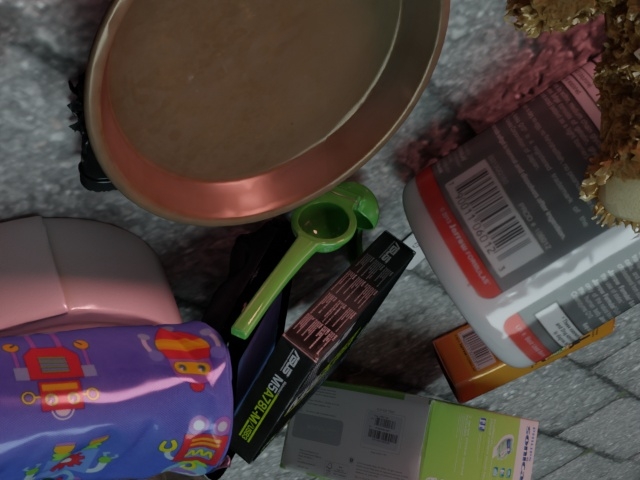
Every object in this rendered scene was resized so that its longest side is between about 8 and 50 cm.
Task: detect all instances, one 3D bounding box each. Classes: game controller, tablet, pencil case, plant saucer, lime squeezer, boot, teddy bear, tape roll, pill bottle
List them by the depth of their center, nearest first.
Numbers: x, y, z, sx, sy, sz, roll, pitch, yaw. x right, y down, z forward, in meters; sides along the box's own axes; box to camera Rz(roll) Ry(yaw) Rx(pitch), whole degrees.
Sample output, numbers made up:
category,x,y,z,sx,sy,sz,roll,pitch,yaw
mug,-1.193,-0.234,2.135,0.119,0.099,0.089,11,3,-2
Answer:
category,x,y,z,sx,sy,sz,roll,pitch,yaw
plant saucer,-0.035,-0.127,0.676,0.278,0.041,0.277,-23,142,-19
teddy bear,0.268,-0.162,0.701,0.245,0.337,0.113,-18,-167,30
pencil case,-0.211,0.129,0.712,0.306,0.119,0.133,-1,143,-34
boot,-0.126,-0.087,0.715,0.121,0.045,0.099,-13,141,-23
tape roll,-0.259,0.105,0.855,0.286,0.100,0.286,-17,148,-11
lime squeezer,0.000,0.000,0.872,0.110,0.059,0.310,-54,170,19
pill bottle,0.275,-0.058,0.878,0.363,0.210,0.210,-33,148,13
game controller,-0.075,0.118,0.966,0.067,0.166,0.319,15,144,4
tablet,0.109,0.004,1.054,0.054,0.006,0.083,11,133,-45

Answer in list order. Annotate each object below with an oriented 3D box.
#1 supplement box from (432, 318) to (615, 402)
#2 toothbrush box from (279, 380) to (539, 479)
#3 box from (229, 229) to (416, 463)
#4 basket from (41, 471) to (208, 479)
category,x,y,z,sx,sy,sz,roll,pitch,yaw
supplement box,0.270,0.127,1.289,0.234,0.080,0.078,-23,150,0
toothbrush box,0.120,0.260,1.247,0.206,0.122,0.283,3,168,39
box,-0.002,0.102,0.933,0.191,0.045,0.184,-43,169,-46
basket,-0.224,0.349,1.064,0.255,0.288,0.201,-37,147,17
